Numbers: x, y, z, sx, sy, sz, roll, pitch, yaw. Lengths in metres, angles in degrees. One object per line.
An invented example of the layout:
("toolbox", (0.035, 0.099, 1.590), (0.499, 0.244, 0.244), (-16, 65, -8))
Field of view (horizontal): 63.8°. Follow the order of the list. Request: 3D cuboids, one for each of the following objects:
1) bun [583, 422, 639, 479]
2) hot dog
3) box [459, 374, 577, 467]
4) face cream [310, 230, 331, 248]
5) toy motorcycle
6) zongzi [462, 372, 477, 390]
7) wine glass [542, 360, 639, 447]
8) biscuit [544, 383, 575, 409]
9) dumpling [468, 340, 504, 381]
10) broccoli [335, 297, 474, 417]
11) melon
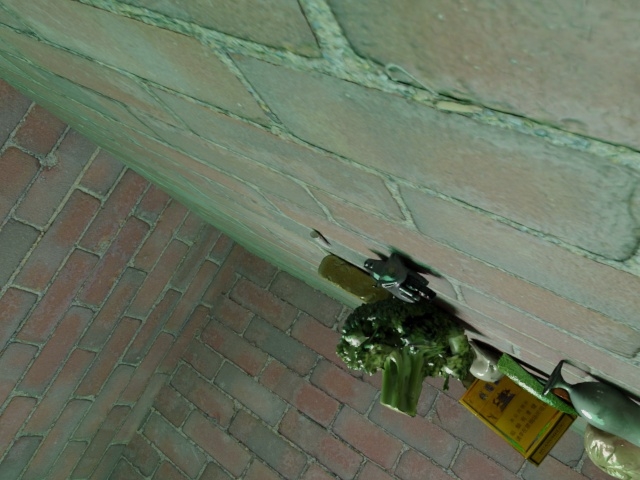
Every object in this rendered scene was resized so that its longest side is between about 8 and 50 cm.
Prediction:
("bun", (0.902, 0.635, 1.544), (0.244, 0.153, 0.244), (32, 176, 2))
("hot dog", (0.106, 0.125, 1.526), (0.243, 0.084, 0.073), (27, 175, 21))
("box", (0.600, 0.519, 1.593), (0.084, 0.193, 0.301), (42, 177, -29))
("face cream", (0.000, 0.000, 1.357), (0.038, 0.020, 0.115), (27, 174, 21))
("toy motorcycle", (0.149, 0.077, 1.078), (0.122, 0.080, 0.215), (34, 176, -21))
("zongzi", (0.550, 0.520, 1.901), (0.221, 0.112, 0.242), (32, -143, 28))
("wine glass", (0.582, 0.342, 1.077), (0.202, 0.093, 0.093), (30, 173, 22))
("biscuit", (0.750, 0.480, 1.504), (0.183, 0.043, 0.280), (32, 168, 12))
("dumpling", (0.498, 0.371, 1.585), (0.176, 0.092, 0.150), (17, -154, -44))
("broccoli", (0.224, 0.282, 1.367), (0.277, 0.317, 0.338), (4, 128, 37))
("melon", (0.624, 0.420, 1.461), (0.262, 0.053, 0.114), (37, -172, 24))
